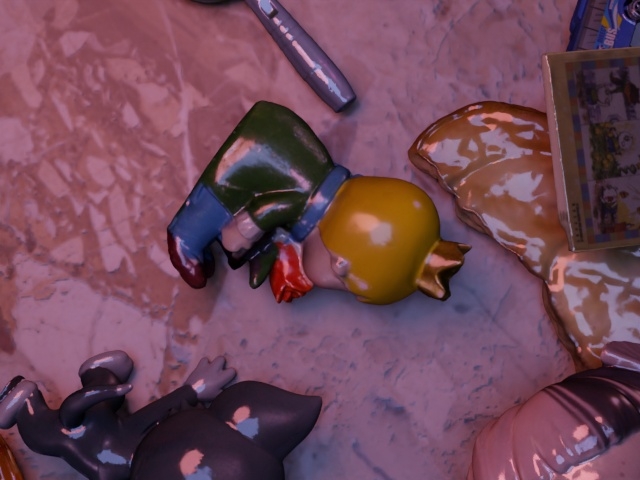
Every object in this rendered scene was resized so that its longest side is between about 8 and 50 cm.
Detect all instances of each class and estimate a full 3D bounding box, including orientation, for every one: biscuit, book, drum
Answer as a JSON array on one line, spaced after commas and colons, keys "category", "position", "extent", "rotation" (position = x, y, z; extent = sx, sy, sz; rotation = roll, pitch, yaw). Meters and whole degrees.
[{"category": "biscuit", "position": [0.221, -0.010, 1.159], "extent": [0.154, 0.045, 0.299], "rotation": [-36, 82, -1]}, {"category": "book", "position": [0.280, -0.083, 1.119], "extent": [0.192, 0.013, 0.168], "rotation": [-8, 90, -22]}, {"category": "drum", "position": [-0.074, -0.213, 1.196], "extent": [0.130, 0.049, 0.253], "rotation": [-24, 83, 1]}]

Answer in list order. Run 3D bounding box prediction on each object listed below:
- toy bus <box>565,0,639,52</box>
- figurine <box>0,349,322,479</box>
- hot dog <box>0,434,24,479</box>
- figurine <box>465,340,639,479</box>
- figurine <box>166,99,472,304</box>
[{"category": "toy bus", "position": [0.246, -0.169, 1.154], "extent": [0.061, 0.051, 0.153], "rotation": [20, 72, -2]}, {"category": "figurine", "position": [-0.139, 0.168, 1.126], "extent": [0.265, 0.140, 0.193], "rotation": [32, 70, -8]}, {"category": "hot dog", "position": [-0.289, 0.233, 1.175], "extent": [0.062, 0.038, 0.144], "rotation": [-22, 81, 4]}, {"category": "figurine", "position": [0.245, 0.271, 0.996], "extent": [0.253, 0.211, 0.361], "rotation": [-17, 63, -26]}, {"category": "figurine", "position": [-0.002, 0.005, 1.140], "extent": [0.234, 0.127, 0.185], "rotation": [36, 93, -4]}]
